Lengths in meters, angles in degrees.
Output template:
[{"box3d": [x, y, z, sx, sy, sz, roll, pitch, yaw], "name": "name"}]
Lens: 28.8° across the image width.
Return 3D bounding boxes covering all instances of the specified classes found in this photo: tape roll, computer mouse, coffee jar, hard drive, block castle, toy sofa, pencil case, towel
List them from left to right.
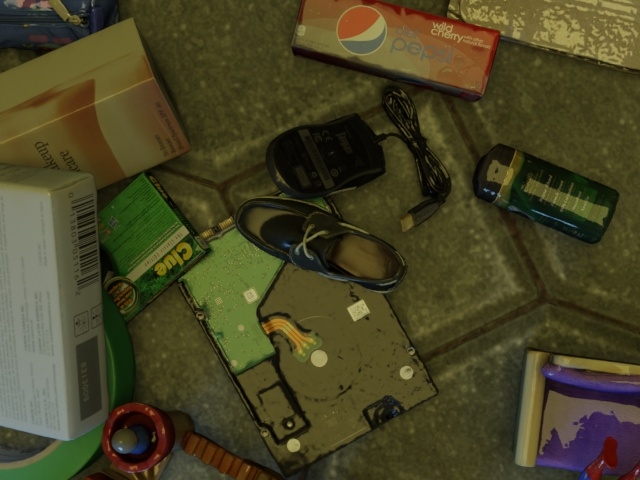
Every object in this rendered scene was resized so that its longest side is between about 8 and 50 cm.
[{"box3d": [-0.415, -0.305, 1.640, 0.306, 0.133, 0.119, 4, 106, 2], "name": "pencil case"}, {"box3d": [-0.404, 0.171, 1.621, 0.321, 0.077, 0.321, 1, 94, 12], "name": "tape roll"}, {"box3d": [-0.211, 0.448, 1.536, 0.303, 0.213, 0.453, 27, 92, 16], "name": "block castle"}, {"box3d": [-0.026, 0.109, 1.653, 0.237, 0.064, 0.339, -30, 89, 0], "name": "hard drive"}, {"box3d": [0.048, -0.080, 1.621, 0.262, 0.060, 0.184, -28, 86, -35], "name": "computer mouse"}, {"box3d": [0.291, -0.063, 1.635, 0.184, 0.096, 0.079, 22, 90, 1], "name": "coffee jar"}, {"box3d": [0.322, -0.344, 1.667, 0.282, 0.049, 0.187, 14, 89, 1], "name": "towel"}, {"box3d": [0.432, 0.234, 1.585, 0.363, 0.177, 0.150, 7, 89, 1], "name": "toy sofa"}]

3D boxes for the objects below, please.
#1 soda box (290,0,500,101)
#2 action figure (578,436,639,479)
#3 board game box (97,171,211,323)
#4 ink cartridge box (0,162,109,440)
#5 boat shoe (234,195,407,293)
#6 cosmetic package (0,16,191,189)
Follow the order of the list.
[{"box3d": [0.098, -0.261, 1.651, 0.263, 0.083, 0.092, 15, 89, 1], "name": "soda box"}, {"box3d": [0.323, 0.384, 1.548, 0.091, 0.139, 0.280, 18, 131, -6], "name": "action figure"}, {"box3d": [-0.279, 0.042, 1.640, 0.260, 0.030, 0.136, -39, 81, 15], "name": "board game box"}, {"box3d": [-0.439, 0.057, 1.526, 0.385, 0.091, 0.308, 8, 109, 28], "name": "ink cartridge box"}, {"box3d": [0.000, 0.000, 1.587, 0.233, 0.079, 0.084, 22, 90, 3], "name": "boat shoe"}, {"box3d": [-0.336, -0.143, 1.605, 0.296, 0.153, 0.129, -24, 52, 2], "name": "cosmetic package"}]
